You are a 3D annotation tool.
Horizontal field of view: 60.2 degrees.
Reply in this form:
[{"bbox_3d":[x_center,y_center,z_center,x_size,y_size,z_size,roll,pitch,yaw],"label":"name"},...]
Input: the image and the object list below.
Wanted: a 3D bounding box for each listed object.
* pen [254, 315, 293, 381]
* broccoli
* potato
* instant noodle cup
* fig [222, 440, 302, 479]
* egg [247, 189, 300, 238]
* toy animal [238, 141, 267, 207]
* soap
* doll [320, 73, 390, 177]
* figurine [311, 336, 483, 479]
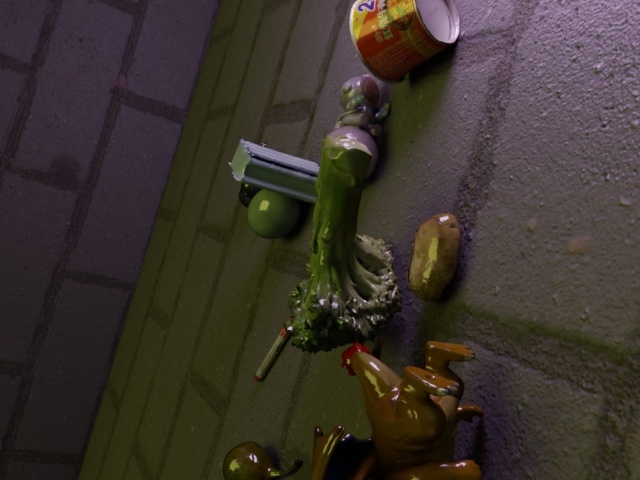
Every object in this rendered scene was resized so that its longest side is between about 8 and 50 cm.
[{"bbox_3d":[-0.125,0.303,1.538,0.239,0.028,0.028,-59,32,23],"label":"pen"},{"bbox_3d":[0.045,0.008,1.117,0.353,0.275,0.396,162,103,-76],"label":"broccoli"},{"bbox_3d":[0.217,0.033,1.048,0.107,0.080,0.170,-1,79,58],"label":"potato"},{"bbox_3d":[0.198,-0.484,1.243,0.174,0.213,0.213,-12,65,47],"label":"instant noodle cup"},{"bbox_3d":[-0.135,0.564,1.374,0.236,0.124,0.124,-13,62,31],"label":"fig"},{"bbox_3d":[-0.139,-0.082,1.635,0.192,0.149,0.149,-39,43,52],"label":"egg"},{"bbox_3d":[-0.229,-0.220,1.892,0.146,0.115,0.244,32,103,59],"label":"toy animal"},{"bbox_3d":[-0.116,-0.191,1.545,0.094,0.262,0.150,-67,29,18],"label":"soap"},{"bbox_3d":[0.085,-0.287,1.381,0.151,0.151,0.287,-18,56,55],"label":"doll"},{"bbox_3d":[0.130,0.352,0.875,0.401,0.268,0.386,-56,-30,-78],"label":"figurine"}]
